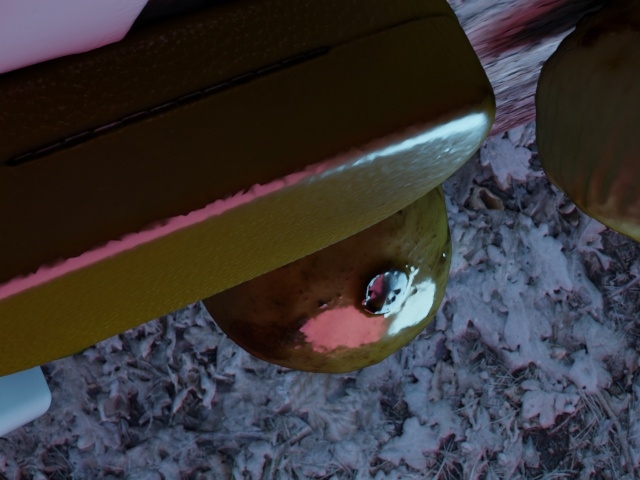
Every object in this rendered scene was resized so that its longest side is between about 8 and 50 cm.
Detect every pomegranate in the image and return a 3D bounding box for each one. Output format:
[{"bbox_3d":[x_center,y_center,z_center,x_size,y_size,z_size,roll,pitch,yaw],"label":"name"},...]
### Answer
[{"bbox_3d":[0.000,0.000,1.105,0.281,0.281,0.281,-22,179,-1],"label":"pomegranate"}]

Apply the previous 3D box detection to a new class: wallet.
[{"bbox_3d":[-0.093,-0.107,0.408,0.095,0.033,0.190,-23,180,-26],"label":"wallet"}]

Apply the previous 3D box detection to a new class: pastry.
[{"bbox_3d":[0.432,-0.141,1.221,0.313,0.388,0.388,-64,167,13],"label":"pastry"}]

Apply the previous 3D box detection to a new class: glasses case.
[{"bbox_3d":[-0.089,-0.045,0.623,0.371,0.141,0.173,-22,163,-17],"label":"glasses case"}]

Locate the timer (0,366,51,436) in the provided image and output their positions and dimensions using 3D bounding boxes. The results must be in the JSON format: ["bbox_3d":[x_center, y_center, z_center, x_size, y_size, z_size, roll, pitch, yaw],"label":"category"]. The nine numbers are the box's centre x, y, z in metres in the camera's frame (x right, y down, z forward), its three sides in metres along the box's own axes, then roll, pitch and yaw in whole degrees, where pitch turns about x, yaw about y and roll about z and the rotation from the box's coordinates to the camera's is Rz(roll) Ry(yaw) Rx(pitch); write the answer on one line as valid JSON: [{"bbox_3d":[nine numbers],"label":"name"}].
[{"bbox_3d":[-0.405,0.126,1.060,0.194,0.192,0.195,-22,179,2],"label":"timer"}]

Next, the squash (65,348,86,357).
[{"bbox_3d":[-0.307,0.055,0.848,0.292,0.082,0.082,2,-174,17],"label":"squash"}]
